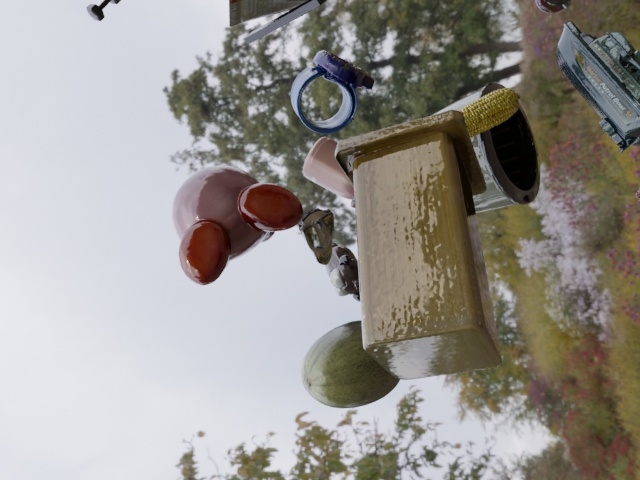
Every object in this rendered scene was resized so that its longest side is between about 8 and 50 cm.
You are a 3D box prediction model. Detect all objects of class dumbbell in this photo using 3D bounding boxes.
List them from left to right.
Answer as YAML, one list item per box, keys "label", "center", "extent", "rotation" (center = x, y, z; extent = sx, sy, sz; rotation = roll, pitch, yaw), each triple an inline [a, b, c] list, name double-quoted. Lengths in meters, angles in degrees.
- label: "dumbbell"
  center: [-0.491, -0.536, 1.253]
  extent: [0.083, 0.040, 0.036]
  rotation: [-57, -34, -19]

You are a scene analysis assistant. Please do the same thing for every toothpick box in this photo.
- label: "toothpick box"
  center: [0.138, 0.012, 0.754]
  extent: [0.187, 0.190, 0.308]
  rotation: [50, -147, -51]

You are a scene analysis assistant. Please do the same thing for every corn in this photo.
- label: "corn"
  center: [0.319, -0.252, 1.147]
  extent: [0.067, 0.206, 0.067]
  rotation: [63, -177, -7]

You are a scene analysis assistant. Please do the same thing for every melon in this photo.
- label: "melon"
  center: [0.095, 0.362, 1.615]
  extent: [0.329, 0.248, 0.249]
  rotation: [-9, -92, -36]

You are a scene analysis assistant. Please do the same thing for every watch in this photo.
- label: "watch"
  center: [0.025, -0.390, 1.477]
  extent: [0.196, 0.200, 0.171]
  rotation: [26, -164, -14]

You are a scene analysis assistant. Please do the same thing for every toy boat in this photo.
- label: "toy boat"
  center: [0.000, 0.000, 1.302]
  extent: [0.084, 0.066, 0.210]
  rotation: [-38, -32, -15]
- label: "toy boat"
  center: [0.544, -0.312, 1.041]
  extent: [0.114, 0.122, 0.296]
  rotation: [7, -127, -46]

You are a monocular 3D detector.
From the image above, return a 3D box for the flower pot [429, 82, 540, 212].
- label: "flower pot"
  center: [0.333, -0.193, 1.383]
  extent: [0.293, 0.330, 0.294]
  rotation: [18, -116, -43]

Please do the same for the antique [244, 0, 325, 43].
- label: "antique"
  center: [-0.062, -0.372, 0.932]
  extent: [0.015, 0.192, 0.031]
  rotation: [54, -127, -26]

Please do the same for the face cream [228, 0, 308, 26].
- label: "face cream"
  center: [0.000, -0.462, 0.961]
  extent: [0.084, 0.341, 0.137]
  rotation: [65, 167, 8]

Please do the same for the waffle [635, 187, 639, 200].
- label: "waffle"
  center: [0.876, -0.112, 1.451]
  extent: [0.083, 0.075, 0.029]
  rotation: [33, -103, -14]

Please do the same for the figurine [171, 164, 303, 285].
- label: "figurine"
  center: [-0.207, -0.058, 1.183]
  extent: [0.211, 0.269, 0.261]
  rotation: [57, 169, -5]

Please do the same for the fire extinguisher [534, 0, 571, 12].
- label: "fire extinguisher"
  center: [0.609, -0.696, 1.495]
  extent: [0.138, 0.102, 0.344]
  rotation: [28, -140, -10]

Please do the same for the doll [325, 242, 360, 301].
- label: "doll"
  center: [0.080, 0.097, 1.872]
  extent: [0.257, 0.117, 0.182]
  rotation: [-114, 0, -61]

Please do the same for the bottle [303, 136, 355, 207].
- label: "bottle"
  center: [0.090, -0.231, 2.012]
  extent: [0.206, 0.297, 0.173]
  rotation: [-47, -17, -41]
